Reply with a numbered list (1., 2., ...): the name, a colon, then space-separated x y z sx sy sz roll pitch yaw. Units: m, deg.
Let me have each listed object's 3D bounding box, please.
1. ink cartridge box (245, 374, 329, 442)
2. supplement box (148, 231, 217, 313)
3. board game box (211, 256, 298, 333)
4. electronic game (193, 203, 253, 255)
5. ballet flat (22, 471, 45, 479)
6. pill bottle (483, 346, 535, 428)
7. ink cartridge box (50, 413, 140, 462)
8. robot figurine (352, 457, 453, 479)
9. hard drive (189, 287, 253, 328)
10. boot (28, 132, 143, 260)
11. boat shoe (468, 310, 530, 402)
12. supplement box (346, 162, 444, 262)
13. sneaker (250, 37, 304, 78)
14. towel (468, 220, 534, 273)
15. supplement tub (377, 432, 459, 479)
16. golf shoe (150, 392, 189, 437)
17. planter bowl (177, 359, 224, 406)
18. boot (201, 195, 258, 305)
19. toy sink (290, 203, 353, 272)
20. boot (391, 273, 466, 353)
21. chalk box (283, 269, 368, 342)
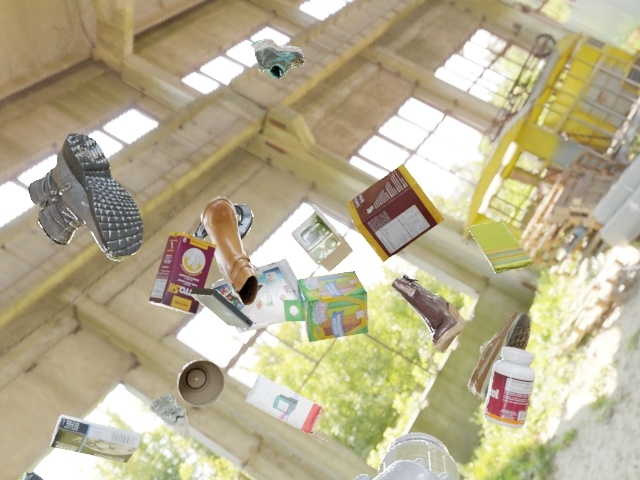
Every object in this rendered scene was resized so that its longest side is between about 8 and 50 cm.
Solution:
1. ink cartridge box: -0.068 0.436 1.808 0.078 0.231 0.134 -63 -10 -13
2. supplement box: -0.348 0.082 1.777 0.081 0.104 0.188 -1 70 54
3. board game box: -0.190 0.184 2.267 0.305 0.193 0.053 -18 16 34
4. electronic game: -0.323 -0.036 2.309 0.229 0.229 0.048 -54 -48 -25
5. ballet flat: -0.801 0.732 1.897 0.074 0.074 0.203 78 -153 -71
6. pill bottle: 0.391 0.300 1.440 0.086 0.086 0.152 1 -79 -76
7. ink cartridge box: -0.589 0.526 1.821 0.208 0.206 0.045 128 155 -51
8. robot figurine: 0.166 0.643 1.606 0.353 0.300 0.200 -24 -58 -45
9. hard drive: -0.231 0.157 1.637 0.135 0.094 0.022 47 -120 -31
10. boot: -0.533 -0.052 1.584 0.223 0.338 0.118 -43 -28 29
11. boat shoe: 0.586 0.378 2.335 0.122 0.120 0.324 39 -105 -39
12. supplement box: 0.191 -0.076 1.854 0.194 0.129 0.191 -36 20 8
13. sneaker: -0.092 -0.392 1.553 0.166 0.065 0.076 -5 -96 -54
14. towel: 0.462 0.013 1.814 0.237 0.102 0.021 -102 2 -63
15. supplement tub: 0.274 0.707 1.952 0.325 0.235 0.235 -69 5 -73
16. golf shoe: -0.382 0.451 1.793 0.069 0.086 0.176 -28 20 -19
17. planter bowl: -0.426 0.490 2.449 0.162 0.162 0.109 -57 18 -13
18. boot: -0.254 0.034 1.998 0.109 0.220 0.283 -15 -45 -21
19. toy sink: 0.000 0.000 2.379 0.131 0.153 0.234 -42 -18 0
20. boot: 0.255 0.176 1.746 0.090 0.207 0.248 -56 -13 16
21. chalk box: 0.010 0.178 1.878 0.132 0.213 0.132 -118 21 -62
